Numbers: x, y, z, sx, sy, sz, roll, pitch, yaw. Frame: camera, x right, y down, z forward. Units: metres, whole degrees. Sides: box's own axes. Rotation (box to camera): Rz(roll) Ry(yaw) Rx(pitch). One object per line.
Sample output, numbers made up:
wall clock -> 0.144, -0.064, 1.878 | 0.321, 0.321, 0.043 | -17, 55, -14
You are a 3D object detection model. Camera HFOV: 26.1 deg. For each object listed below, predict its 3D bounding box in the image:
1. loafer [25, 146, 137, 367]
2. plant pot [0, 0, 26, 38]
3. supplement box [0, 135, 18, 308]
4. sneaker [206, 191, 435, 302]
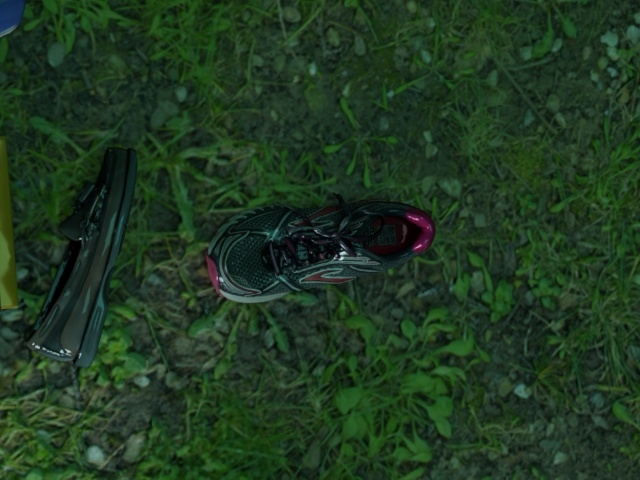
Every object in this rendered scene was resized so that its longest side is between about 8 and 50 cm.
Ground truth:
loafer -> -0.281, 0.013, 1.632 | 0.084, 0.096, 0.268 | 13, 86, -15
plant pot -> -0.461, -0.289, 1.494 | 0.236, 0.236, 0.212 | -28, 105, -21
supplement box -> -0.445, -0.011, 1.514 | 0.194, 0.129, 0.191 | -4, 91, -22
sneaker -> 0.000, 0.000, 1.731 | 0.299, 0.112, 0.121 | -15, 94, -21
